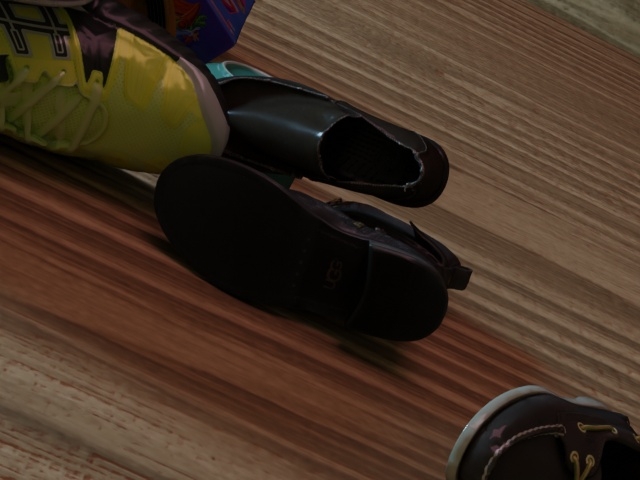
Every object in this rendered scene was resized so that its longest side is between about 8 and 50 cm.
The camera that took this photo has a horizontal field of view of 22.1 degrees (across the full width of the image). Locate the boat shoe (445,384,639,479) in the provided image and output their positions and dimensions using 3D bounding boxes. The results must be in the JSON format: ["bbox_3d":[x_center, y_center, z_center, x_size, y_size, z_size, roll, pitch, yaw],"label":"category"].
[{"bbox_3d":[0.167,0.150,1.130,0.069,0.081,0.228,34,16,31],"label":"boat shoe"}]

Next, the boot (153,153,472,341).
[{"bbox_3d":[0.000,0.000,1.327,0.263,0.091,0.229,27,11,0],"label":"boot"}]

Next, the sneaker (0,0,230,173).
[{"bbox_3d":[-0.256,-0.128,1.255,0.385,0.145,0.147,22,39,-9],"label":"sneaker"}]

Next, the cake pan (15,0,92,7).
[{"bbox_3d":[-0.288,-0.267,1.209,0.293,0.054,0.293,26,19,-9],"label":"cake pan"}]

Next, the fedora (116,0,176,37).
[{"bbox_3d":[-0.198,-0.194,1.482,0.079,0.194,0.194,-4,8,20],"label":"fedora"}]

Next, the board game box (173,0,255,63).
[{"bbox_3d":[-0.202,-0.354,1.712,0.347,0.078,0.233,57,12,-14],"label":"board game box"}]

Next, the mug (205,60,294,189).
[{"bbox_3d":[-0.080,-0.105,1.444,0.129,0.097,0.158,11,25,-41],"label":"mug"}]

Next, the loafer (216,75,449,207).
[{"bbox_3d":[-0.002,-0.087,1.325,0.220,0.080,0.078,14,-1,6],"label":"loafer"}]
